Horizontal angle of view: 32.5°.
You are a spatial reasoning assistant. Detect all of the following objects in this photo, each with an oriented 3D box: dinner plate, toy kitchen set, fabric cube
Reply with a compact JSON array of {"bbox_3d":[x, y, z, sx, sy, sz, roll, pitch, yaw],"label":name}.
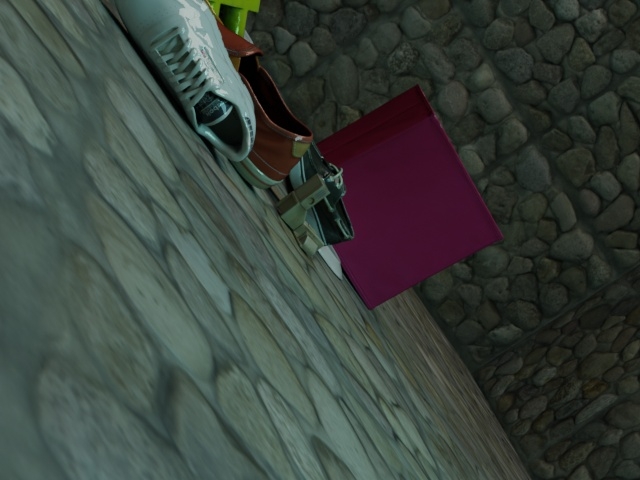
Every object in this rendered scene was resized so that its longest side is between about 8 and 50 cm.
[{"bbox_3d":[0.000,0.000,1.720,0.141,0.017,0.141,57,5,-7],"label":"dinner plate"},{"bbox_3d":[-0.003,-0.027,1.496,0.083,0.075,0.068,47,10,-37],"label":"toy kitchen set"},{"bbox_3d":[0.128,-0.082,1.903,0.254,0.258,0.259,57,9,-16],"label":"fabric cube"}]

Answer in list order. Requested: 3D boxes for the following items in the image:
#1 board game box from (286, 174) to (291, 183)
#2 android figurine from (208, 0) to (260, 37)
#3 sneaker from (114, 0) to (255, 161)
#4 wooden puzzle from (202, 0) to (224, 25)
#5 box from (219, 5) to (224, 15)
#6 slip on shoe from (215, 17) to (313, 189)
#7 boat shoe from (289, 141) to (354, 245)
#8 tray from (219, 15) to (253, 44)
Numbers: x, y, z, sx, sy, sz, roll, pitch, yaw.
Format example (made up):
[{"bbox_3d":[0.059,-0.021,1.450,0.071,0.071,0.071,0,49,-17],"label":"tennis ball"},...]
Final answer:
[{"bbox_3d":[-0.066,-0.149,1.983,0.136,0.030,0.260,57,4,34],"label":"board game box"},{"bbox_3d":[-0.145,-0.472,1.806,0.056,0.273,0.248,16,9,28],"label":"android figurine"},{"bbox_3d":[-0.141,-0.192,1.207,0.235,0.090,0.095,52,16,-30],"label":"sneaker"},{"bbox_3d":[-0.144,-0.256,1.595,0.322,0.080,0.348,56,5,-10],"label":"wooden puzzle"},{"bbox_3d":[-0.183,-0.539,1.911,0.142,0.247,0.163,15,-18,30],"label":"box"},{"bbox_3d":[-0.122,-0.223,1.364,0.331,0.101,0.123,56,22,0],"label":"slip on shoe"},{"bbox_3d":[0.001,-0.083,1.575,0.078,0.070,0.219,-84,163,-45],"label":"boat shoe"},{"bbox_3d":[-0.169,-0.373,2.018,0.270,0.030,0.145,-119,-155,-44],"label":"tray"}]
